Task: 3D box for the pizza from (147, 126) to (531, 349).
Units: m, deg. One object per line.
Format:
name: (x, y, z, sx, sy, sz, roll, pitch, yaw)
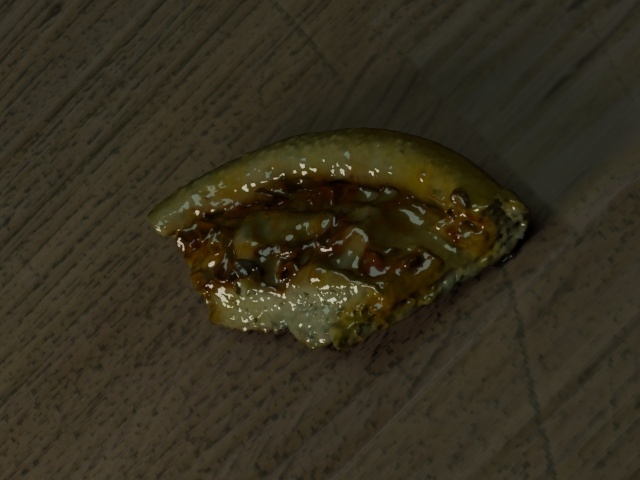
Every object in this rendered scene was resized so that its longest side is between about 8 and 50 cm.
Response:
pizza: (0.000, -0.005, 1.111, 0.271, 0.056, 0.134, 12, 63, 45)
